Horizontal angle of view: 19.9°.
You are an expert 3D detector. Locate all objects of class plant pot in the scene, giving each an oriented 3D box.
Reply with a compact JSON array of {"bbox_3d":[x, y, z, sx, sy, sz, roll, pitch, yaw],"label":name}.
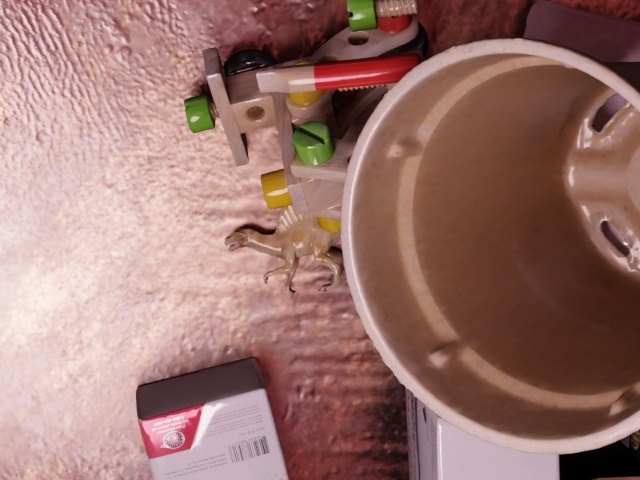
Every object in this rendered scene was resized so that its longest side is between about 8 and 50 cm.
[{"bbox_3d":[0.238,-0.022,1.542,0.334,0.305,0.333,10,107,33],"label":"plant pot"}]

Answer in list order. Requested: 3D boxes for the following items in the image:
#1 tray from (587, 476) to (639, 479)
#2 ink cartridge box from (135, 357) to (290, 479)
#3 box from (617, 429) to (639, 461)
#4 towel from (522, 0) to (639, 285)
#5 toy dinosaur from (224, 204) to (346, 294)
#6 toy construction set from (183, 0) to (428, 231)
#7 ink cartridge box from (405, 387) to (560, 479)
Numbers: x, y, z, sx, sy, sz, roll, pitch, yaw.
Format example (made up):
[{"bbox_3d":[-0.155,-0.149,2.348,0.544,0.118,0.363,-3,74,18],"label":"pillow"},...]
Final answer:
[{"bbox_3d":[0.455,0.338,1.833,0.411,0.076,0.202,1,76,-20],"label":"tray"},{"bbox_3d":[-0.099,0.226,1.794,0.128,0.127,0.176,-14,101,-5],"label":"ink cartridge box"},{"bbox_3d":[0.428,0.202,1.827,0.220,0.175,0.051,2,96,-7],"label":"box"},{"bbox_3d":[0.300,-0.038,1.741,0.317,0.053,0.331,20,93,26],"label":"towel"},{"bbox_3d":[0.000,0.000,1.803,0.183,0.053,0.092,-17,100,-3],"label":"toy dinosaur"},{"bbox_3d":[-0.016,-0.113,1.665,0.237,0.309,0.257,-5,74,5],"label":"toy construction set"},{"bbox_3d":[0.152,0.223,1.752,0.114,0.273,0.197,-3,101,-2],"label":"ink cartridge box"}]
